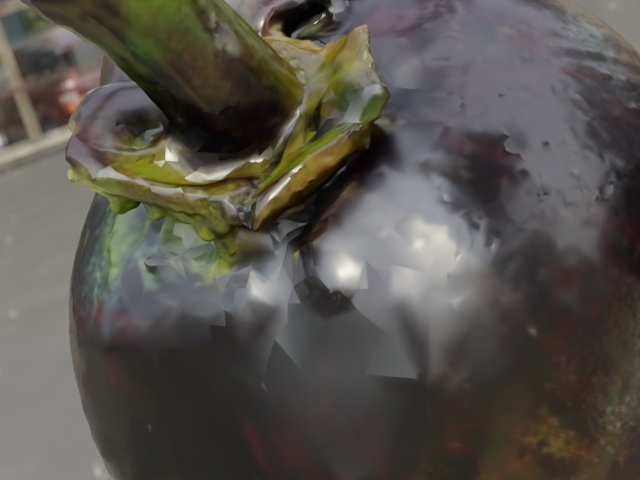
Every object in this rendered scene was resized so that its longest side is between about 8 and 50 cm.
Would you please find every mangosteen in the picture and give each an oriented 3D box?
[{"bbox_3d":[0.000,0.000,0.621,0.231,0.289,0.231,-20,54,31],"label":"mangosteen"}]
